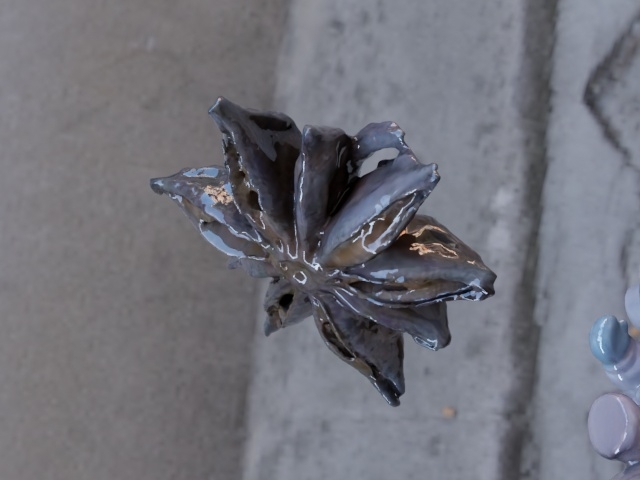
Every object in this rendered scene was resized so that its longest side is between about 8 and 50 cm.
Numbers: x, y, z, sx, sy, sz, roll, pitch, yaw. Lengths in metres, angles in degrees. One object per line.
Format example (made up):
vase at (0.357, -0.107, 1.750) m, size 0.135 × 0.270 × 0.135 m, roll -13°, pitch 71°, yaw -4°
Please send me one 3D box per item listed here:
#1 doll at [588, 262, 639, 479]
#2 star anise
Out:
doll at (0.197, 0.099, 0.757) m, size 0.151 × 0.151 × 0.287 m, roll -29°, pitch 38°, yaw 53°
star anise at (0.000, 0.000, 0.806) m, size 0.182 × 0.195 × 0.065 m, roll 97°, pitch -161°, yaw -49°
